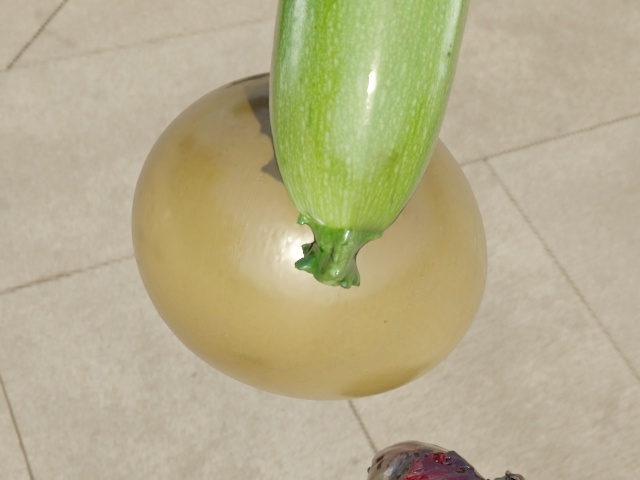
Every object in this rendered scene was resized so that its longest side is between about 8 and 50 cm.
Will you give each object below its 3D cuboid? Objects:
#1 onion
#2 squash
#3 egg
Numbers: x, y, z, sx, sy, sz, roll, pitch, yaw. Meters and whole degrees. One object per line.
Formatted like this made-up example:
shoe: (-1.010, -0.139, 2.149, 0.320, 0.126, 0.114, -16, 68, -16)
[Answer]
onion: (0.176, 0.380, 1.205, 0.232, 0.314, 0.314, -37, 66, -6)
squash: (0.038, -0.169, 0.502, 0.107, 0.395, 0.107, 11, 10, -2)
egg: (0.000, 0.000, 0.920, 0.374, 0.301, 0.301, 20, 41, -46)
